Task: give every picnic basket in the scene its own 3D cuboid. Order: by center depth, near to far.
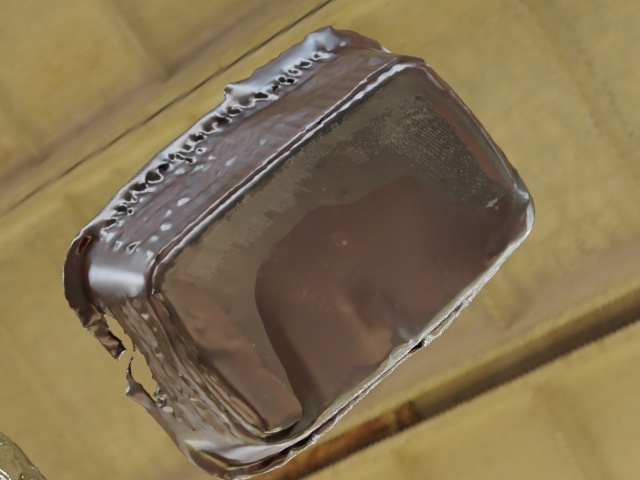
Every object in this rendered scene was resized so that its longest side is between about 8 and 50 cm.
[{"bbox_3d":[0.000,0.000,1.141,0.222,0.297,0.129,52,-17,-9],"label":"picnic basket"}]

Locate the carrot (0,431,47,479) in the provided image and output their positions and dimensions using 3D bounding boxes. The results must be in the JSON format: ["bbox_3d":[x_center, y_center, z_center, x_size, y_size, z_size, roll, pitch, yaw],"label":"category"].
[{"bbox_3d":[-0.145,0.118,0.656,0.102,0.102,0.263,21,-37,14],"label":"carrot"}]
